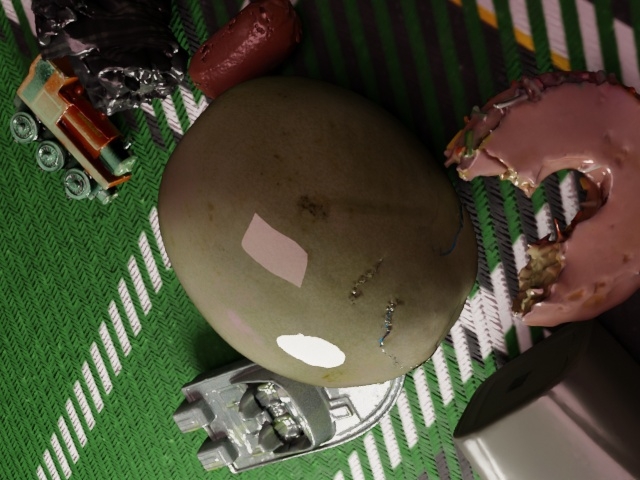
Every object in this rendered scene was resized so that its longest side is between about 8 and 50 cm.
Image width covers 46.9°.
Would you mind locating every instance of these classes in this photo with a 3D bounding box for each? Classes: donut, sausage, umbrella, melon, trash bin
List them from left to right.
[{"bbox_3d":[-0.254,-0.301,0.788,0.128,0.154,0.337,-36,74,59],"label":"umbrella"},{"bbox_3d":[-0.079,-0.199,0.778,0.141,0.076,0.076,-34,96,26],"label":"sausage"},{"bbox_3d":[0.000,0.000,0.720,0.330,0.268,0.268,41,120,-12],"label":"melon"},{"bbox_3d":[0.228,-0.047,0.678,0.199,0.085,0.233,-26,105,-4],"label":"donut"},{"bbox_3d":[0.280,0.232,0.736,0.220,0.219,0.250,-41,86,27],"label":"trash bin"}]

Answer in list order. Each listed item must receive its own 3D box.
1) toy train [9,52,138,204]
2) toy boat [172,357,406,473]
[{"bbox_3d":[-0.295,-0.132,0.893,0.176,0.074,0.118,47,116,1],"label":"toy train"},{"bbox_3d":[-0.033,0.199,0.910,0.319,0.092,0.141,-23,103,27],"label":"toy boat"}]
